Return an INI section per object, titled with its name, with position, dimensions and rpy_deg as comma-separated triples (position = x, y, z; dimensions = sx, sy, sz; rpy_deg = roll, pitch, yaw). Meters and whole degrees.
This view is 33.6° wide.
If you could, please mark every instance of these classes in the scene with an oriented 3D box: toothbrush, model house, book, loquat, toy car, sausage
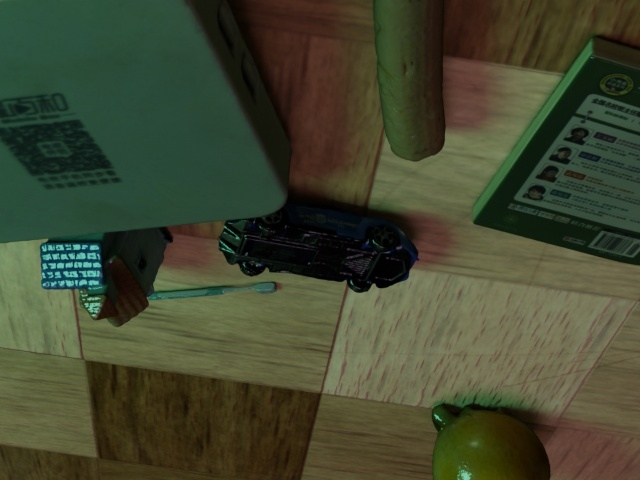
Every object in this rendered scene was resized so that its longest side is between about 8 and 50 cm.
[toothbrush]
position = -0.132, 0.064, 1.288
dimensions = 0.167, 0.011, 0.014
rpy_deg = -5, 148, 16
[model house]
position = -0.243, 0.034, 1.150
dimensions = 0.119, 0.148, 0.148
rpy_deg = -3, 141, 14
[book]
position = 0.289, -0.072, 1.018
dimensions = 0.202, 0.027, 0.264
rpy_deg = 14, 144, -9
[loquat]
position = 0.225, 0.305, 1.444
dimensions = 0.172, 0.204, 0.149
rpy_deg = -19, 157, -50
[toy car]
position = 0.000, 0.000, 1.136
dimensions = 0.216, 0.063, 0.103
rpy_deg = 9, 145, -12
[sausage]
position = 0.077, -0.176, 0.884
dimensions = 0.066, 0.066, 0.301
rpy_deg = 2, 142, 6

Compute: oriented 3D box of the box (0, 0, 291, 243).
[box]
position = -0.237, -0.124, 0.945
dimensions = 0.367, 0.090, 0.373
rpy_deg = -6, 151, 11
